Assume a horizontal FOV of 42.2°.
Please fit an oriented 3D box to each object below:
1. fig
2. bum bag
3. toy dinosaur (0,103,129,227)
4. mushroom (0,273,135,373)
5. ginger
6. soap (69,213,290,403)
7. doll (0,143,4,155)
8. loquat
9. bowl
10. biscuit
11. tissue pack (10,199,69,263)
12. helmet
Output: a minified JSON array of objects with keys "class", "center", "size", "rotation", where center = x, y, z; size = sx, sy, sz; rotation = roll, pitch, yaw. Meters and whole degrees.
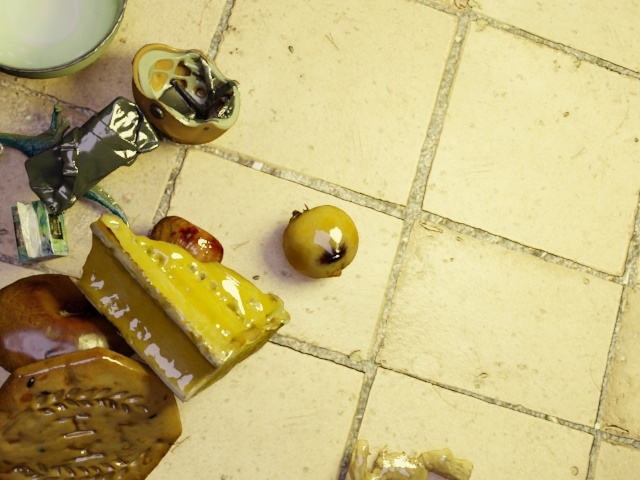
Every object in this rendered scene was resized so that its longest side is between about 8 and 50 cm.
[{"class":"fig","center":[-0.281,0.054,1.568],"size":[0.201,0.146,0.134],"rotation":[-57,135,-20]},{"class":"bum bag","center":[-0.424,-0.158,1.537],"size":[0.248,0.060,0.123],"rotation":[-40,114,-13]},{"class":"toy dinosaur","center":[-0.495,-0.158,1.601],"size":[0.363,0.076,0.147],"rotation":[36,102,-3]},{"class":"mushroom","center":[-0.486,0.173,1.499],"size":[0.254,0.267,0.267],"rotation":[-37,89,19]},{"class":"ginger","center":[0.176,0.473,1.633],"size":[0.259,0.065,0.149],"rotation":[7,93,-15]},{"class":"soap","center":[-0.250,0.091,1.524],"size":[0.338,0.304,0.169],"rotation":[47,110,7]},{"class":"doll","center":[-0.765,-0.107,1.530],"size":[0.365,0.094,0.160],"rotation":[-26,90,-15]},{"class":"loquat","center":[0.000,0.000,1.633],"size":[0.163,0.137,0.163],"rotation":[0,90,7]},{"class":"bowl","center":[-0.539,-0.459,1.581],"size":[0.354,0.185,0.353],"rotation":[1,81,-10]},{"class":"biscuit","center":[-0.416,0.334,1.449],"size":[0.359,0.046,0.359],"rotation":[-9,125,-13]},{"class":"tissue pack","center":[-0.534,-0.019,1.557],"size":[0.085,0.079,0.111],"rotation":[-12,84,18]},{"class":"helmet","center":[-0.273,-0.270,1.618],"size":[0.224,0.130,0.198],"rotation":[29,44,-7]}]
